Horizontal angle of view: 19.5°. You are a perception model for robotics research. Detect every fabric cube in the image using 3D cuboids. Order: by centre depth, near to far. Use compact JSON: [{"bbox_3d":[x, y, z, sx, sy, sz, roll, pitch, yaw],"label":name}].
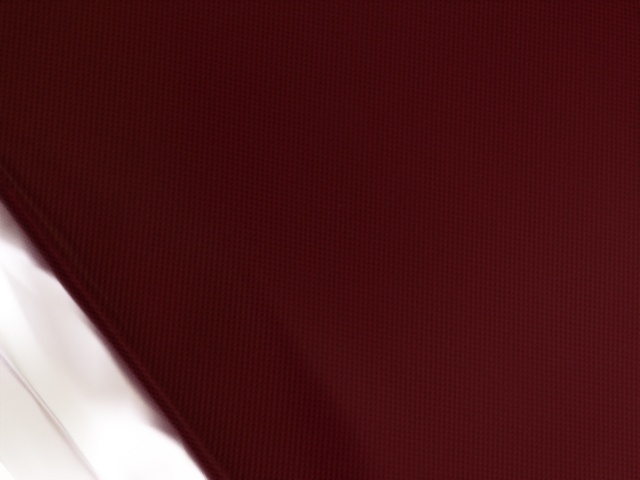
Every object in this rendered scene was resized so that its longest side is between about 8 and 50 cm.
[{"bbox_3d":[0.000,0.000,0.684,0.254,0.259,0.258,-40,-89,-23],"label":"fabric cube"}]
